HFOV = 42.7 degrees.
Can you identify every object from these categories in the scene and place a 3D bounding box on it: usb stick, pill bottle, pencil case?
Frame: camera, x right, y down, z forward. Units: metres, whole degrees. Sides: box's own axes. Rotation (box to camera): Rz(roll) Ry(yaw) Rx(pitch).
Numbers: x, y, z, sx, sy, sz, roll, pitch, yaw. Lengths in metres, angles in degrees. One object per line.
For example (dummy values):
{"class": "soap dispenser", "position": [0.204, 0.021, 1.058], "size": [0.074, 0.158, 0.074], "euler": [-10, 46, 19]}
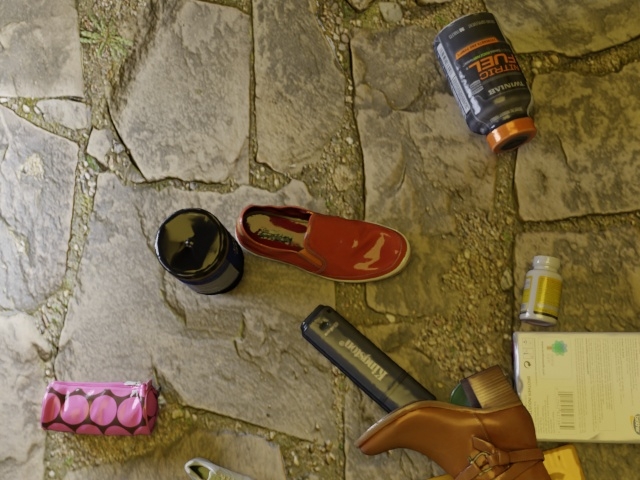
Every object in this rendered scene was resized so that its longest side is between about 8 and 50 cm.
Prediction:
{"class": "usb stick", "position": [0.084, 0.223, 1.449], "size": [0.278, 0.045, 0.077], "euler": [40, 84, 15]}
{"class": "pill bottle", "position": [0.389, 0.088, 1.436], "size": [0.065, 0.065, 0.116], "euler": [10, 77, 9]}
{"class": "pill bottle", "position": [0.311, -0.286, 1.512], "size": [0.131, 0.130, 0.245], "euler": [-21, 74, 1]}
{"class": "pill bottle", "position": [-0.203, 0.029, 1.444], "size": [0.123, 0.219, 0.122], "euler": [-2, 76, 6]}
{"class": "pencil case", "position": [-0.396, 0.295, 1.466], "size": [0.209, 0.095, 0.098], "euler": [-1, 110, 5]}

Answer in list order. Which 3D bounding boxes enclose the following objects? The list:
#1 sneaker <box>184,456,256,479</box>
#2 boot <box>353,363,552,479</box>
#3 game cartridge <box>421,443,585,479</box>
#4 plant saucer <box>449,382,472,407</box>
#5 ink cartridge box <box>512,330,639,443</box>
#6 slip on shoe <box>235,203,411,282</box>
{"class": "sneaker", "position": [-0.169, 0.422, 1.420], "size": [0.152, 0.061, 0.053], "euler": [20, 77, 10]}
{"class": "boot", "position": [0.218, 0.354, 1.331], "size": [0.284, 0.109, 0.220], "euler": [-22, 78, -7]}
{"class": "game cartridge", "position": [0.301, 0.512, 1.343], "size": [0.324, 0.052, 0.285], "euler": [-16, 74, 4]}
{"class": "plant saucer", "position": [0.280, 0.291, 1.404], "size": [0.119, 0.021, 0.119], "euler": [-7, 75, 27]}
{"class": "ink cartridge box", "position": [0.487, 0.248, 1.384], "size": [0.311, 0.065, 0.185], "euler": [-1, 76, 10]}
{"class": "slip on shoe", "position": [0.000, 0.000, 1.490], "size": [0.332, 0.101, 0.123], "euler": [12, 75, 9]}
